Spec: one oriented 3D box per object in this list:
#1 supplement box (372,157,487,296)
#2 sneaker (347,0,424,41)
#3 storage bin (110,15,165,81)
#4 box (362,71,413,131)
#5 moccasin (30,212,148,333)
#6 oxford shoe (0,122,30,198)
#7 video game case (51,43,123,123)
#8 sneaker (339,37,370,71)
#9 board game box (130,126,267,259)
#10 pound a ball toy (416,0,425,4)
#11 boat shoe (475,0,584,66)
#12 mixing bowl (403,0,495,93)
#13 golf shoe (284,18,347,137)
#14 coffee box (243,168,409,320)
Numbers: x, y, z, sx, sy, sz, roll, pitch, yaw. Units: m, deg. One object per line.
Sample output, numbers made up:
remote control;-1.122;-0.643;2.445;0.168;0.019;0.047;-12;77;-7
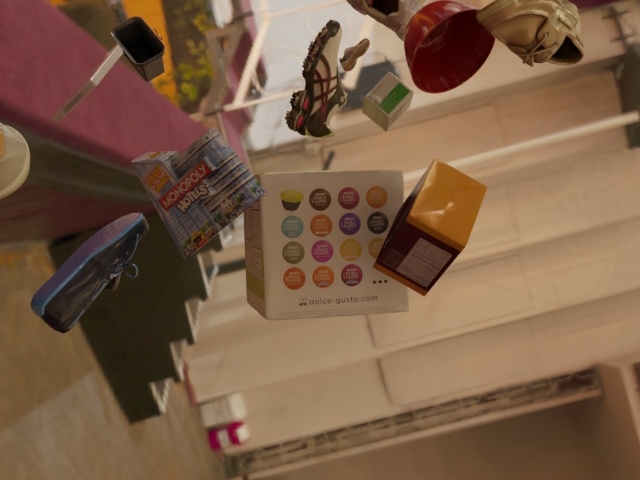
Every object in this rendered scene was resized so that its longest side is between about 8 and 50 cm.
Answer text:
supplement box;0.228;-0.027;1.785;0.191;0.129;0.194;-62;-178;-41
sneaker;0.119;-0.509;1.753;0.252;0.103;0.111;41;10;30
storage bin;-0.420;-0.451;2.022;0.135;0.098;0.091;50;-16;21
box;0.172;-0.355;2.184;0.087;0.101;0.102;41;-11;10
moccasin;-0.526;0.074;1.996;0.137;0.342;0.117;6;-45;51
oxford shoe;-0.627;-0.078;1.151;0.130;0.449;0.169;91;-21;-69
video game case;-0.591;-0.421;2.213;0.026;0.206;0.227;42;43;-21
sneaker;0.066;-0.384;1.731;0.032;0.083;0.037;-3;53;-49
board game box;-0.227;-0.098;1.489;0.194;0.194;0.060;50;30;-4
pound a ball toy;0.348;-0.732;2.162;0.208;0.319;0.136;35;28;-27
boat shoe;0.359;-0.343;1.403;0.302;0.109;0.098;-7;77;-54
mixing bowl;0.222;-0.375;1.578;0.098;0.181;0.181;57;-9;34
golf shoe;0.010;-0.369;1.963;0.105;0.120;0.273;-109;-144;-67
coffee box;0.000;0.000;2.063;0.338;0.337;0.335;-169;-103;-78
